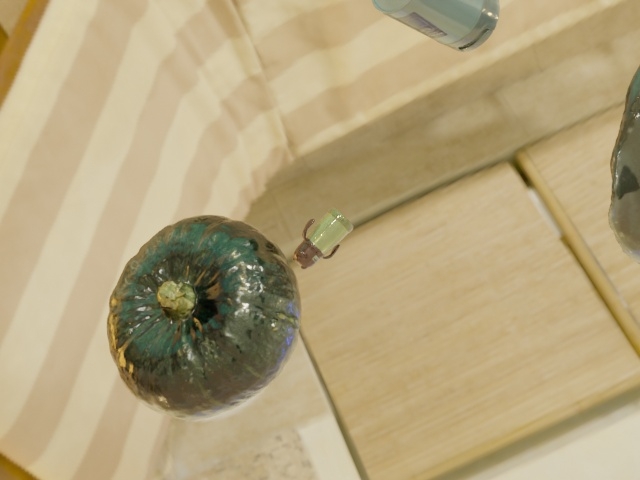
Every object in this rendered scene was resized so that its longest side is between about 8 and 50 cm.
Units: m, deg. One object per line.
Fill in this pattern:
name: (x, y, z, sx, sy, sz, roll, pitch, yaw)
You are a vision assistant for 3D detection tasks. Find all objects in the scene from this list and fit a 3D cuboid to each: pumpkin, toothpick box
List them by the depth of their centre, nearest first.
toothpick box: (0.081, -0.170, 0.731, 0.083, 0.052, 0.052, 14, 130, -41)
pumpkin: (-0.120, 0.075, 1.051, 0.211, 0.212, 0.152, -40, 142, 21)

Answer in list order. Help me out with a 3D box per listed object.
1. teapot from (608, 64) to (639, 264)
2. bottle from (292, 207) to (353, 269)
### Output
teapot: (0.333, -0.066, 0.655, 0.305, 0.285, 0.223, -51, 131, -10)
bottle: (-0.001, -0.001, 1.559, 0.101, 0.063, 0.047, -45, 179, -2)
